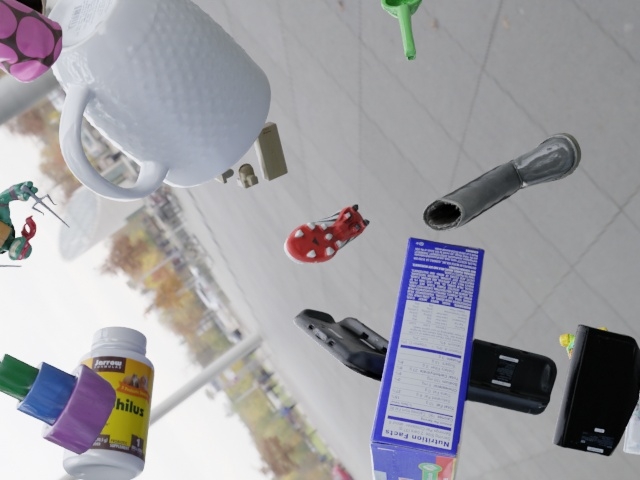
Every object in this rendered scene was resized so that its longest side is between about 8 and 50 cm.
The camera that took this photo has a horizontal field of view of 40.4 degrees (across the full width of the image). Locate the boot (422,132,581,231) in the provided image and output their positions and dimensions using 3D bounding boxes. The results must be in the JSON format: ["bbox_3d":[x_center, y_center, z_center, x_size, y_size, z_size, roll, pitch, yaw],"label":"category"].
[{"bbox_3d":[0.283,-0.090,1.366,0.190,0.209,0.076,-37,75,56],"label":"boot"}]

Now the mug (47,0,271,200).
[{"bbox_3d":[-0.301,-0.244,1.451,0.276,0.374,0.328,3,155,36],"label":"mug"}]

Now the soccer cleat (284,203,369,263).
[{"bbox_3d":[0.000,0.000,0.574,0.036,0.083,0.029,-36,87,39],"label":"soccer cleat"}]

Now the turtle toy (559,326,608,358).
[{"bbox_3d":[0.529,0.223,1.701,0.130,0.095,0.066,45,-141,-45],"label":"turtle toy"}]

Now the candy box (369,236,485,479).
[{"bbox_3d":[0.154,0.202,1.256,0.122,0.317,0.268,9,149,10],"label":"candy box"}]

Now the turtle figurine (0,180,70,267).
[{"bbox_3d":[-0.518,-0.019,1.322,0.234,0.175,0.118,28,154,-21],"label":"turtle figurine"}]

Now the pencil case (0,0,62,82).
[{"bbox_3d":[-0.412,-0.252,1.013,0.209,0.098,0.095,20,-149,-44],"label":"pencil case"}]

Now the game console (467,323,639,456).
[{"bbox_3d":[0.382,0.235,1.485,0.362,0.213,0.044,15,177,-14],"label":"game console"}]

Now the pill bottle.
[{"bbox_3d":[-0.310,0.241,1.293,0.117,0.117,0.214,66,-161,-56],"label":"pill bottle"}]

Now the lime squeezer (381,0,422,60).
[{"bbox_3d":[0.113,-0.311,1.220,0.310,0.059,0.109,-65,-19,-78],"label":"lime squeezer"}]

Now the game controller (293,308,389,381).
[{"bbox_3d":[0.067,0.196,1.559,0.167,0.067,0.319,12,-174,-24],"label":"game controller"}]

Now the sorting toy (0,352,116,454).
[{"bbox_3d":[-0.267,0.232,0.597,0.126,0.365,0.127,31,145,-20],"label":"sorting toy"}]

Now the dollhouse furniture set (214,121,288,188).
[{"bbox_3d":[-0.177,-0.191,1.829,0.123,0.151,0.144,26,136,52],"label":"dollhouse furniture set"}]

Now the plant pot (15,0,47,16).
[{"bbox_3d":[-0.569,-0.481,1.605,0.165,0.167,0.167,-86,-26,-48],"label":"plant pot"}]

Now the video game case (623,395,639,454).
[{"bbox_3d":[0.626,0.313,1.561,0.143,0.157,0.019,-1,157,38],"label":"video game case"}]
